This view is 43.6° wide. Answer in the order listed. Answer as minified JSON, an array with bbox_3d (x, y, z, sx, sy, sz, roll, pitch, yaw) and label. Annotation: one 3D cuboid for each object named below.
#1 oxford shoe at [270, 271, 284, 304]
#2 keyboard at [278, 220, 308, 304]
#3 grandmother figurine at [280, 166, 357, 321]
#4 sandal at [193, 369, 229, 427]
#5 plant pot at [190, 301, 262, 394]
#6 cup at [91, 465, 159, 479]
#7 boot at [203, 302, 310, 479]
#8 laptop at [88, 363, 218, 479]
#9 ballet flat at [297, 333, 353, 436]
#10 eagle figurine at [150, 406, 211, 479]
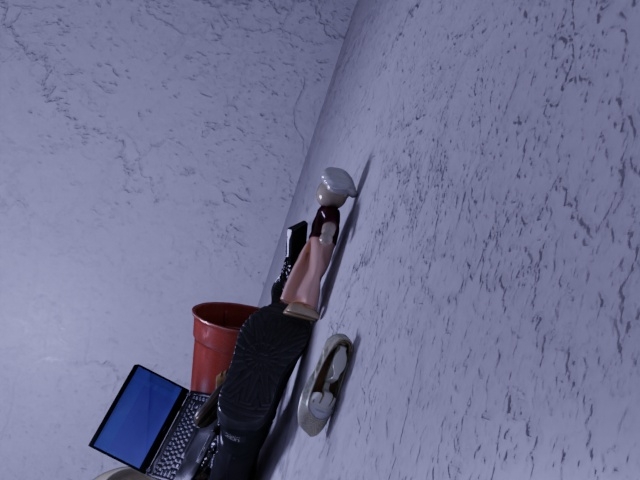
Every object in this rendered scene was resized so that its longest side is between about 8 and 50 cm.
[{"bbox_3d":[-0.094,0.134,2.234,0.096,0.083,0.227,-73,6,-51],"label":"oxford shoe"},{"bbox_3d":[-0.065,0.052,1.776,0.108,0.023,0.180,-35,-47,-59],"label":"keyboard"},{"bbox_3d":[0.000,0.000,1.747,0.208,0.104,0.342,152,134,-72],"label":"grandmother figurine"},{"bbox_3d":[-0.230,0.351,1.892,0.219,0.060,0.090,-45,-31,-31],"label":"sandal"},{"bbox_3d":[-0.223,0.326,2.096,0.272,0.273,0.264,-109,29,-79],"label":"plant pot"},{"bbox_3d":[-0.496,0.713,2.051,0.331,0.331,0.236,-79,8,-48],"label":"cup"},{"bbox_3d":[-0.155,0.406,1.830,0.367,0.146,0.445,-59,-16,-47],"label":"boot"},{"bbox_3d":[-0.382,0.440,1.926,0.265,0.136,0.234,0,54,43],"label":"laptop"},{"bbox_3d":[0.008,0.224,1.245,0.052,0.057,0.168,167,121,-71],"label":"ballet flat"},{"bbox_3d":[-0.319,0.600,2.087,0.226,0.225,0.298,-108,29,-46],"label":"eagle figurine"}]
